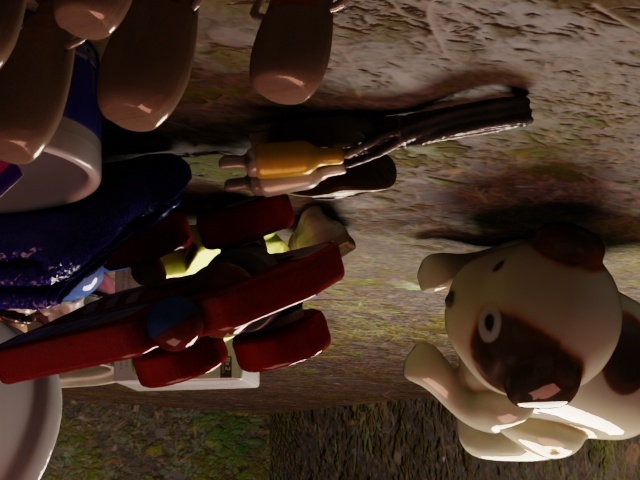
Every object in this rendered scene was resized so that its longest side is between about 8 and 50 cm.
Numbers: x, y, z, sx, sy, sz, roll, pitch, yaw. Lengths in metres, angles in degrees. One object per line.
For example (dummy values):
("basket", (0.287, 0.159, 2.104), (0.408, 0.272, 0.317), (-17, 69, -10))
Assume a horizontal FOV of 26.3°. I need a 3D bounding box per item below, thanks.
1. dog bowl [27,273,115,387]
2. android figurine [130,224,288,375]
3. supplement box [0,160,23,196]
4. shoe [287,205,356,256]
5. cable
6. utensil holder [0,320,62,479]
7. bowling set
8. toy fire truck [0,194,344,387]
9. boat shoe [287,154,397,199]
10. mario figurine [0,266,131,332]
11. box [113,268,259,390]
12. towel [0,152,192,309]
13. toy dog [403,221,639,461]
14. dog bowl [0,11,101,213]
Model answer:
("dog bowl", (-0.476, 0.123, 2.002), (0.408, 0.150, 0.408), (0, 167, 0))
("android figurine", (-0.135, 0.058, 1.627), (0.273, 0.056, 0.248), (0, 128, -54))
("supplement box", (-0.312, -0.088, 0.858), (0.111, 0.114, 0.220), (-12, 119, 42))
("shoe", (0.000, 0.000, 1.694), (0.076, 0.058, 0.219), (-32, 174, -6))
("cable", (0.055, -0.080, 1.266), (0.287, 0.072, 0.139), (-3, 173, 11))
("utensil holder", (-0.517, 0.142, 1.424), (0.327, 0.327, 0.385), (-8, 143, 30))
("bowling set", (-0.131, -0.167, 0.774), (0.287, 0.154, 0.200), (-7, 148, 32))
("toy fire truck", (-0.140, 0.070, 1.347), (0.302, 0.169, 0.254), (-12, -171, 27))
("boat shoe", (0.000, -0.063, 1.379), (0.152, 0.056, 0.049), (3, 162, -18))
("mario figurine", (-0.317, 0.062, 1.653), (0.320, 0.170, 0.198), (-14, 129, 23))
("box", (-0.180, 0.111, 1.876), (0.182, 0.181, 0.119), (-2, 167, 8))
("towel", (-0.274, -0.005, 1.285), (0.228, 0.076, 0.308), (-5, -165, 19))
("toy dog", (0.293, 0.141, 1.747), (0.395, 0.284, 0.408), (18, 168, 26))
("dog bowl", (-0.306, -0.099, 1.084), (0.265, 0.104, 0.265), (-1, 168, 0))
